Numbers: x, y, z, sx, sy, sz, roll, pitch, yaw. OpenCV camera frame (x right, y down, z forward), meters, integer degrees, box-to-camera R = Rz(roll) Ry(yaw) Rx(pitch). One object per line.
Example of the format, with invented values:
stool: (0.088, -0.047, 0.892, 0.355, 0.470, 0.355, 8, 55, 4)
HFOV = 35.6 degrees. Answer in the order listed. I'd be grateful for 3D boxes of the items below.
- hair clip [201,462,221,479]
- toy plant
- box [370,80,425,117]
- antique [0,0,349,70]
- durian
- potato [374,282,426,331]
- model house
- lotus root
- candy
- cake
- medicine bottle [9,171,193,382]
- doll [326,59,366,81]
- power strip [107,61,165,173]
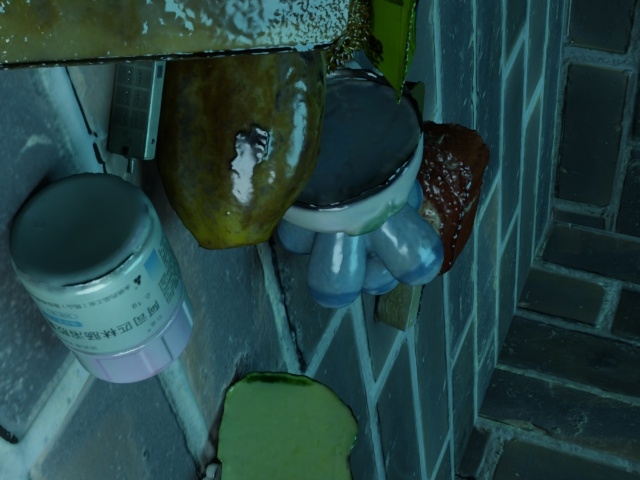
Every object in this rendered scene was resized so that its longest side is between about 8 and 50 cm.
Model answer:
hair clip: (-0.134, 0.405, 1.437, 0.140, 0.054, 0.220, -67, 156, -13)
toy plant: (0.046, -0.037, 1.348, 0.332, 0.247, 0.247, 72, 36, -50)
box: (0.094, -0.172, 1.618, 0.201, 0.090, 0.145, -52, 148, -50)
antique: (-0.124, -0.196, 0.781, 0.309, 0.087, 0.093, -8, 118, -28)
durian: (-0.015, -0.272, 1.181, 0.137, 0.168, 0.158, -28, 112, -43)
potato: (0.157, 0.115, 1.982, 0.061, 0.086, 0.122, -51, 154, -54)
model house: (-0.034, 0.313, 1.415, 0.189, 0.195, 0.214, 75, 11, -61)
lotus root: (-0.077, -0.128, 1.063, 0.193, 0.193, 0.291, -3, 105, -69)
candy: (0.080, -0.284, 1.235, 0.246, 0.069, 0.149, -109, -165, -57)
cake: (0.197, -0.083, 1.834, 0.151, 0.176, 0.283, -48, 151, -54)
medicine bottle: (-0.195, 0.039, 0.916, 0.168, 0.135, 0.135, 77, 33, -53)
doll: (0.031, -0.333, 1.353, 0.188, 0.099, 0.384, -44, 139, -69)
power strip: (-0.179, -0.132, 0.968, 0.019, 0.050, 0.136, -15, 117, -63)
